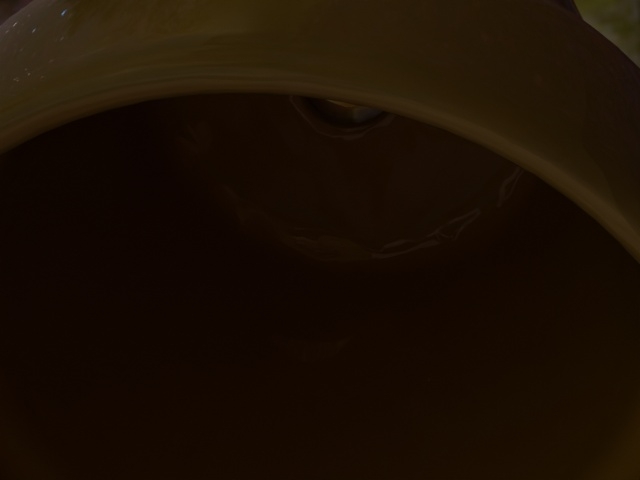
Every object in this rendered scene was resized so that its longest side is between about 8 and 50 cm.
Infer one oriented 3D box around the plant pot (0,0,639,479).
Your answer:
[{"bbox_3d":[0.000,0.000,0.565,0.239,0.254,0.254,-80,-18,-55],"label":"plant pot"}]
